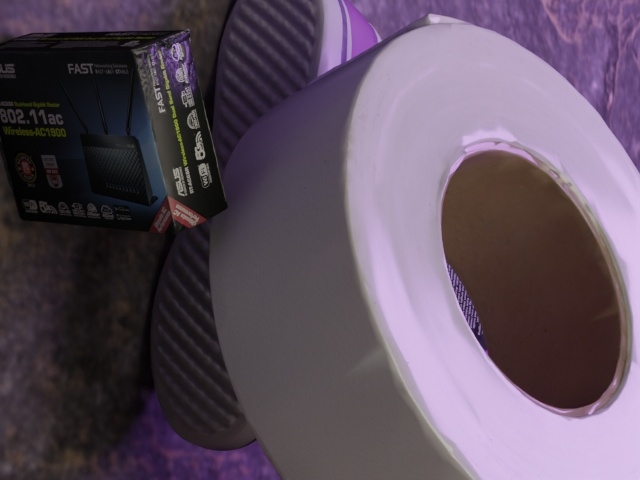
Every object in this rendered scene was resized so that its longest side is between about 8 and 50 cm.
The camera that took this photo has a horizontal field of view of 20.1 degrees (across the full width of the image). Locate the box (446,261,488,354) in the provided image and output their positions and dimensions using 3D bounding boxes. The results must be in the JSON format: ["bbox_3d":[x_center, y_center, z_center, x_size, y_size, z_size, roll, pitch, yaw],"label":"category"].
[{"bbox_3d":[0.094,0.053,1.234,0.162,0.029,0.116,15,81,-51],"label":"box"}]

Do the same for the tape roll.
[{"bbox_3d":[0.077,0.033,0.933,0.286,0.100,0.286,25,53,-37],"label":"tape roll"}]

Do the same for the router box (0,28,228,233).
[{"bbox_3d":[-0.108,-0.055,0.884,0.038,0.122,0.092,-28,113,-43],"label":"router box"}]

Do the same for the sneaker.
[{"bbox_3d":[0.001,0.000,1.052,0.161,0.102,0.282,35,64,-51],"label":"sneaker"}]
